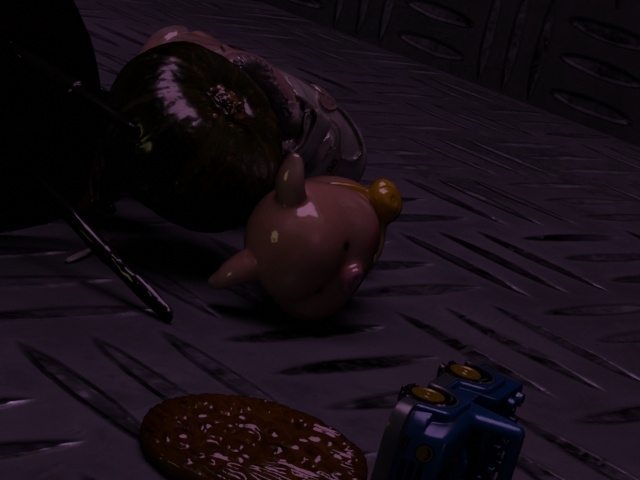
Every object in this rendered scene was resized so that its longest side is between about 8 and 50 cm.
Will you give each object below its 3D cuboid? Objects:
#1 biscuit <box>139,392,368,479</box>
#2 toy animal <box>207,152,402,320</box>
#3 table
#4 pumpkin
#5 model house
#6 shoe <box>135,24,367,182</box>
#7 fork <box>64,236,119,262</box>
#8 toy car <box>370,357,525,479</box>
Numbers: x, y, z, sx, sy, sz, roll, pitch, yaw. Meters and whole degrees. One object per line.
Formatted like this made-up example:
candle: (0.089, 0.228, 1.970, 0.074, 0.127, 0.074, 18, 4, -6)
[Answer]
biscuit: (-0.052, 0.165, 1.233, 0.187, 0.027, 0.188, 12, 16, -3)
toy animal: (0.000, -0.003, 1.646, 0.149, 0.165, 0.248, 24, 7, 15)
table: (-0.275, -0.067, 1.460, 0.317, 0.317, 0.249, 0, 35, -40)
pumpkin: (-0.140, -0.111, 1.684, 0.223, 0.157, 0.224, 32, 39, -30)
model house: (-0.263, -0.105, 1.823, 0.164, 0.141, 0.203, -8, 35, -45)
shoe: (-0.068, -0.133, 1.943, 0.351, 0.172, 0.198, 22, 5, -32)
fork: (-0.245, 0.009, 1.659, 0.016, 0.012, 0.115, 11, 14, 19)
toy car: (0.115, 0.166, 1.240, 0.100, 0.097, 0.191, 21, 17, 23)
